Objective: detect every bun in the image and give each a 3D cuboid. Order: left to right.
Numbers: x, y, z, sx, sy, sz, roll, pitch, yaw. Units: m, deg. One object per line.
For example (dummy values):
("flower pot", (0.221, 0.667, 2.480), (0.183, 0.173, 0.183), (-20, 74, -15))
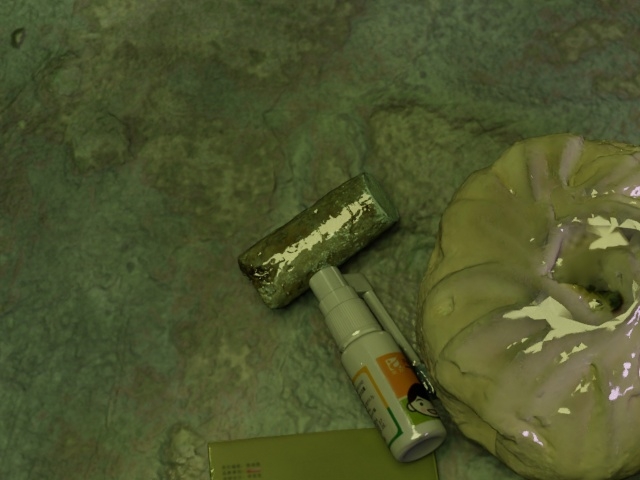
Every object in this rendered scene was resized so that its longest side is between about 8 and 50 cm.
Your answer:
("bun", (0.254, 0.060, 1.829), (0.360, 0.211, 0.359), (-4, 69, 12))

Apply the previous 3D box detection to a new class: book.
("book", (0.020, 0.359, 1.839), (0.239, 0.035, 0.352), (-4, 66, -8))

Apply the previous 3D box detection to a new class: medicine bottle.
("medicine bottle", (0.065, 0.122, 1.922), (0.061, 0.092, 0.220), (-50, 59, 36))

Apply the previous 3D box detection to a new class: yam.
("yam", (0.000, 0.000, 1.983), (0.179, 0.078, 0.078), (-34, 67, -1))
